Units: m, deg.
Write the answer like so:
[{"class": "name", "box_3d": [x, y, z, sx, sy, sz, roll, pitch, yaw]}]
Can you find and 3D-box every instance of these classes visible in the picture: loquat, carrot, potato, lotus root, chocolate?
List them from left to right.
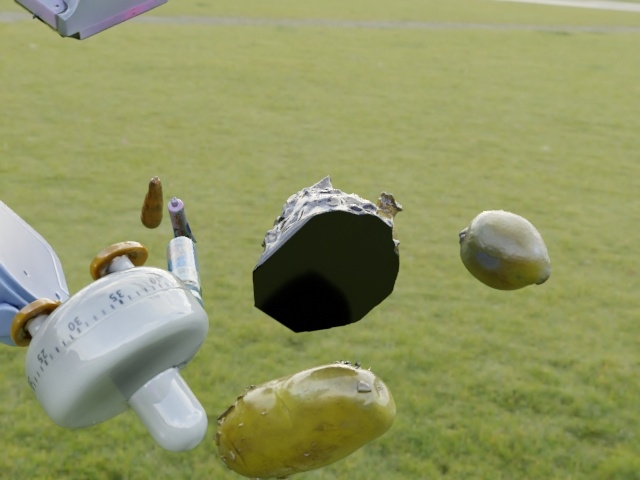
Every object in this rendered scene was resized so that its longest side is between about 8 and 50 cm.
[{"class": "carrot", "box_3d": [-0.330, -0.073, 2.016, 0.047, 0.047, 0.191, 1, -22, -10]}, {"class": "potato", "box_3d": [-0.027, 0.272, 1.542, 0.300, 0.140, 0.173, -27, -36, 27]}, {"class": "chocolate", "box_3d": [0.000, 0.000, 1.553, 0.206, 0.224, 0.177, 36, 19, -35]}, {"class": "lotus root", "box_3d": [0.097, 0.025, 2.496, 0.131, 0.303, 0.146, 41, -2, -17]}, {"class": "loquat", "box_3d": [0.360, 0.023, 2.001, 0.195, 0.152, 0.152, 25, 23, 19]}]

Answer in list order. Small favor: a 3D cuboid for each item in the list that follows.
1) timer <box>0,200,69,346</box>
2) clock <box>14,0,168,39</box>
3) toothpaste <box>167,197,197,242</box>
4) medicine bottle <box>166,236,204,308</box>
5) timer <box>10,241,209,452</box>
[{"class": "timer", "box_3d": [-0.728, 0.073, 2.273, 0.173, 0.395, 0.395, -34, 18, 4]}, {"class": "clock", "box_3d": [-0.394, -0.445, 1.755, 0.186, 0.083, 0.253, 36, 53, 28]}, {"class": "toothpaste", "box_3d": [-0.259, -0.031, 1.896, 0.045, 0.170, 0.028, -23, 63, -11]}, {"class": "medicine bottle", "box_3d": [-0.213, 0.058, 1.612, 0.051, 0.051, 0.191, 1, 28, -13]}, {"class": "timer", "box_3d": [-0.237, 0.152, 1.272, 0.240, 0.233, 0.234, 51, 36, 16]}]
